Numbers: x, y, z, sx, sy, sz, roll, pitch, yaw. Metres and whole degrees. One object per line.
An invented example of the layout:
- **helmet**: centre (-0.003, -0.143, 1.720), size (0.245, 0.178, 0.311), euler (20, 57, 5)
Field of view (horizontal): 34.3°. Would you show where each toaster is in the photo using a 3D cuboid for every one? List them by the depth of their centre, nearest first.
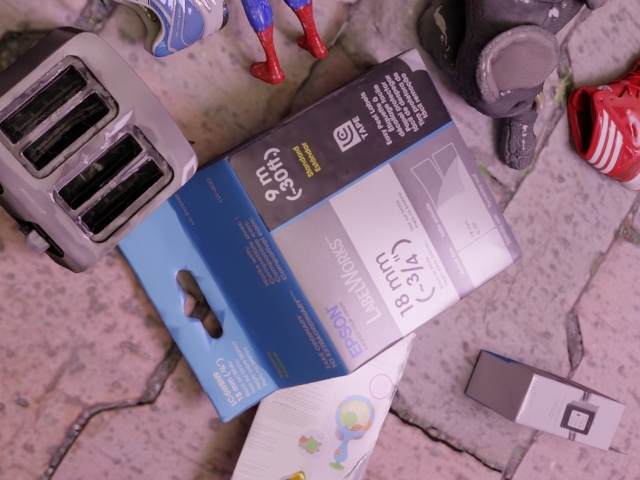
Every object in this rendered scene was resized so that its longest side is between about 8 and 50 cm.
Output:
- **toaster**: centre (-0.215, -0.085, 0.918), size (0.185, 0.110, 0.168), euler (-43, 116, -11)

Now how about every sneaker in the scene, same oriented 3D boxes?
- **sneaker**: centre (-0.167, -0.259, 0.920), size (0.081, 0.080, 0.211), euler (-41, 113, -15)
- **sneaker**: centre (0.367, -0.177, 1.184), size (0.128, 0.087, 0.221), euler (23, 89, -28)

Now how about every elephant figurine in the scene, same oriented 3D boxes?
- **elephant figurine**: centre (0.189, -0.201, 1.068), size (0.186, 0.169, 0.239), euler (27, 106, 1)

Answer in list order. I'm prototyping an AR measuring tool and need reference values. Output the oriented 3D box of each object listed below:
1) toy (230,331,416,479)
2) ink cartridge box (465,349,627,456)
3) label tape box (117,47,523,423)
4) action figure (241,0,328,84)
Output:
- **toy**: centre (-0.005, 0.181, 1.097), size (0.137, 0.056, 0.237), euler (23, 81, -18)
- **ink cartridge box**: centre (0.273, 0.189, 1.206), size (0.180, 0.104, 0.060), euler (21, 91, -28)
- **label tape box**: centre (0.000, 0.000, 1.016), size (0.333, 0.106, 0.241), euler (-32, 100, -16)
- **action figure**: centre (-0.087, -0.294, 0.956), size (0.091, 0.139, 0.280), euler (-34, 135, -18)
